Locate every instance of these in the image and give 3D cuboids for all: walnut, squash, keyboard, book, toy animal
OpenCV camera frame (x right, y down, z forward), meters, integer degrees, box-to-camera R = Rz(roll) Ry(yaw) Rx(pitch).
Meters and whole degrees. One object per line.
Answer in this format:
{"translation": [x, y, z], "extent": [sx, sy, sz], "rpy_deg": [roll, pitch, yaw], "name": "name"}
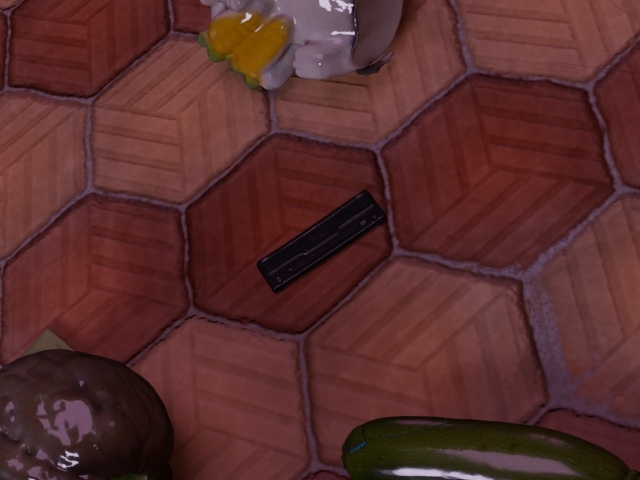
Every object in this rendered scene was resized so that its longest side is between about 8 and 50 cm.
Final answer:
{"translation": [-0.250, 0.216, 1.258], "extent": [0.224, 0.224, 0.224], "rpy_deg": [-10, 56, 16], "name": "walnut"}
{"translation": [0.172, 0.213, 1.158], "extent": [0.332, 0.087, 0.087], "rpy_deg": [5, 61, 23], "name": "squash"}
{"translation": [0.000, 0.000, 1.405], "extent": [0.155, 0.010, 0.053], "rpy_deg": [-33, 52, -1], "name": "keyboard"}
{"translation": [-0.330, 0.161, 1.433], "extent": [0.077, 0.014, 0.111], "rpy_deg": [33, 76, 35], "name": "book"}
{"translation": [-0.041, -0.327, 1.532], "extent": [0.310, 0.183, 0.247], "rpy_deg": [25, 66, 38], "name": "toy animal"}

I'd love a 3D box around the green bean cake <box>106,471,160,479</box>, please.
{"translation": [-0.198, 0.325, 1.127], "extent": [0.248, 0.222, 0.125], "rpy_deg": [-20, 51, 14], "name": "green bean cake"}
